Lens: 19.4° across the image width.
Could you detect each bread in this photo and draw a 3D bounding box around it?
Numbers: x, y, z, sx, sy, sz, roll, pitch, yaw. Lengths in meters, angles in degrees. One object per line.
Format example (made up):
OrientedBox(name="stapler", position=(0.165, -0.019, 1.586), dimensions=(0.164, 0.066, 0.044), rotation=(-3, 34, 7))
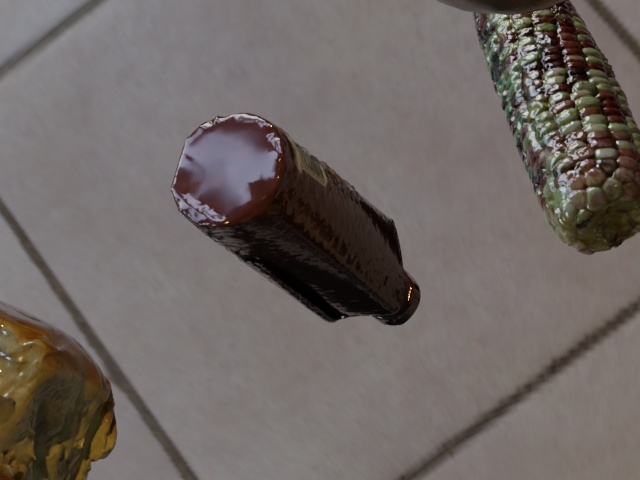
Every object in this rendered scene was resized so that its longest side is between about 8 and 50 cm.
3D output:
OrientedBox(name="bread", position=(-0.371, 0.176, 2.039), dimensions=(0.250, 0.279, 0.225), rotation=(17, 72, 20))

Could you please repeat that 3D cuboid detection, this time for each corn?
OrientedBox(name="corn", position=(0.169, -0.103, 1.327), dimensions=(0.086, 0.086, 0.253), rotation=(-21, 53, 4))

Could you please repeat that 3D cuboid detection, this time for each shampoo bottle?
OrientedBox(name="shampoo bottle", position=(-0.002, -0.001, 0.983), dimensions=(0.067, 0.236, 0.068), rotation=(-14, 67, 18))

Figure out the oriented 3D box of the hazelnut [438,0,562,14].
OrientedBox(name="hazelnut", position=(0.095, -0.291, 0.943), dimensions=(0.372, 0.315, 0.372), rotation=(-1, 85, 6))
